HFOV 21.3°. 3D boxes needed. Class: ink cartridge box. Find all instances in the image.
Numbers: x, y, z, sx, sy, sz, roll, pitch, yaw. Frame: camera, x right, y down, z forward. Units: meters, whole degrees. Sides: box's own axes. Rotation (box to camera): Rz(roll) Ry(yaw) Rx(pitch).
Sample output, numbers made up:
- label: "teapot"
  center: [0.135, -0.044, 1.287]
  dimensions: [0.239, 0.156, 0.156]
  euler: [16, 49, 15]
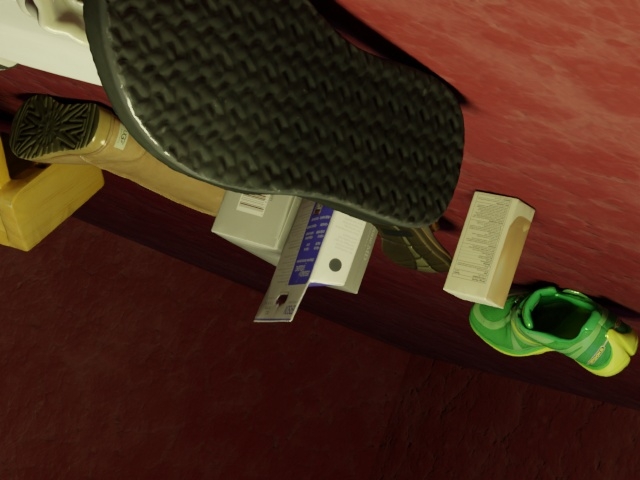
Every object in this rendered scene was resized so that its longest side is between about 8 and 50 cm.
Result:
- label: "ink cartridge box"
  center: [0.000, 0.000, 1.853]
  dimensions: [0.045, 0.208, 0.206]
  euler: [24, 173, -11]

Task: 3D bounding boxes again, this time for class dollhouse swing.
- label: "dollhouse swing"
  center: [-0.528, -0.194, 2.442]
  dimensions: [0.347, 0.305, 0.315]
  euler: [17, -146, 18]

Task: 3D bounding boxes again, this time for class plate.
- label: "plate"
  center: [-0.319, -0.225, 1.635]
  dimensions: [0.278, 0.045, 0.277]
  euler: [17, 172, 20]

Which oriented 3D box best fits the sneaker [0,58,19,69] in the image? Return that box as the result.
- label: "sneaker"
  center: [-0.376, -0.218, 1.881]
  dimensions: [0.109, 0.040, 0.044]
  euler: [23, 170, -36]

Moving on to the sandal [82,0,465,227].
- label: "sandal"
  center: [-0.045, -0.105, 1.279]
  dimensions: [0.107, 0.167, 0.446]
  euler: [9, 170, 36]

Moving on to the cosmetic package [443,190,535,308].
- label: "cosmetic package"
  center: [0.181, 0.010, 1.818]
  dimensions: [0.060, 0.115, 0.041]
  euler: [14, 172, 41]

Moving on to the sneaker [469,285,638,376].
- label: "sneaker"
  center: [0.315, 0.103, 2.374]
  dimensions: [0.295, 0.109, 0.123]
  euler: [10, 150, 52]

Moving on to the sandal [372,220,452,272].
- label: "sandal"
  center: [0.103, -0.024, 2.060]
  dimensions: [0.090, 0.060, 0.219]
  euler: [7, 153, 37]

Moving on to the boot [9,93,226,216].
- label: "boot"
  center: [-0.254, -0.103, 2.277]
  dimensions: [0.269, 0.089, 0.236]
  euler: [23, 173, -41]

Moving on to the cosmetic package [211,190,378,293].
- label: "cosmetic package"
  center: [-0.022, -0.027, 2.067]
  dimensions: [0.107, 0.127, 0.238]
  euler: [15, 174, 31]

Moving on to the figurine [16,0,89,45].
- label: "figurine"
  center: [-0.260, -0.227, 1.338]
  dimensions: [0.215, 0.092, 0.209]
  euler: [21, -179, -22]
